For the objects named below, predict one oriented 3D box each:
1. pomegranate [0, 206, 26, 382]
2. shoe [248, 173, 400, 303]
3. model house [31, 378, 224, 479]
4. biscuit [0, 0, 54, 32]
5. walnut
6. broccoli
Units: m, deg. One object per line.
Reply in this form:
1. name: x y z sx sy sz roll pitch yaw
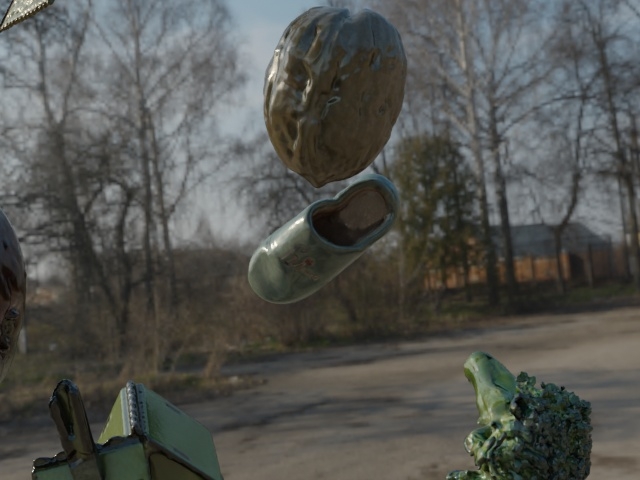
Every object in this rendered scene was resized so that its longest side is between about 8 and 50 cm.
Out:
1. pomegranate: -0.444 0.075 0.840 0.323 0.291 0.291 -13 -3 3
2. shoe: 0.000 0.000 1.233 0.251 0.103 0.100 -38 -5 9
3. model house: -0.222 0.232 0.973 0.205 0.278 0.218 -16 23 -9
4. biscuit: -0.456 -0.413 1.445 0.016 0.144 0.203 34 -26 -35
5. walnut: 0.014 -0.178 1.120 0.178 0.230 0.178 10 12 -2
6. broccoli: 0.258 0.276 1.245 0.177 0.198 0.275 27 -4 -21
